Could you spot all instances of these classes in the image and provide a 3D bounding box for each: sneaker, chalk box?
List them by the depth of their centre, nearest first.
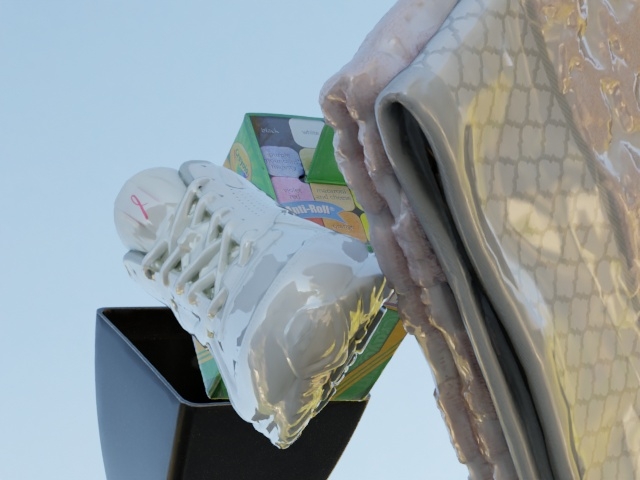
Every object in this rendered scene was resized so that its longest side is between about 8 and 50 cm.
[{"bbox_3d":[-0.039,0.016,0.750,0.090,0.115,0.232,-57,7,-2],"label":"sneaker"},{"bbox_3d":[0.000,0.000,1.253,0.132,0.132,0.213,4,-42,-25],"label":"chalk box"}]

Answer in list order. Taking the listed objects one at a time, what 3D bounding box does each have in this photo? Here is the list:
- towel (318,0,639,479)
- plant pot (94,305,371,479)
[{"bbox_3d":[0.147,-0.007,0.784,0.053,0.317,0.332,-1,-57,38],"label":"towel"},{"bbox_3d":[-0.097,0.171,1.578,0.187,0.188,0.167,1,-66,-34],"label":"plant pot"}]
